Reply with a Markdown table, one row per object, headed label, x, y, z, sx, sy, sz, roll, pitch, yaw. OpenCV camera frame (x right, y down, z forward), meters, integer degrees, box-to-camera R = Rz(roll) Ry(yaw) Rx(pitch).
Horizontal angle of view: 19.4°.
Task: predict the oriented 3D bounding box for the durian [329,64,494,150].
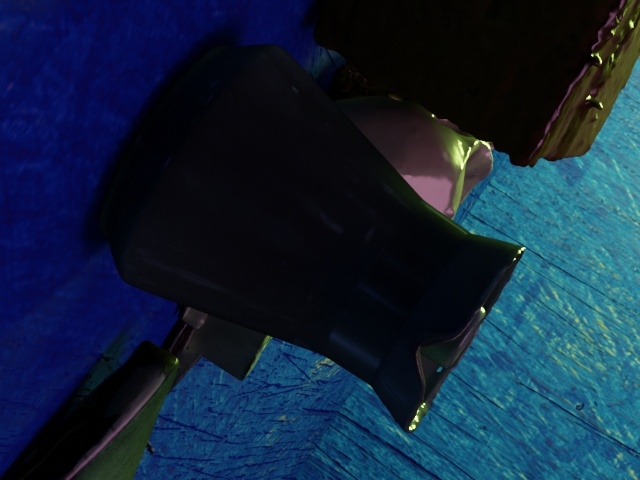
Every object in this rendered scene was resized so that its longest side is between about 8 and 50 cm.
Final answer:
| label | x | y | z | sx | sy | sz | roll | pitch | yaw |
| --- | --- | --- | --- | --- | --- | --- | --- | --- | --- |
| durian | 0.090 | -0.109 | 1.610 | 0.250 | 0.138 | 0.183 | -53 | 165 | -66 |

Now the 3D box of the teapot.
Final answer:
| label | x | y | z | sx | sy | sz | roll | pitch | yaw |
| --- | --- | --- | --- | --- | --- | --- | --- | --- | --- |
| teapot | 0.000 | 0.000 | 1.139 | 0.171 | 0.225 | 0.203 | -57 | 172 | 6 |

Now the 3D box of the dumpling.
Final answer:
| label | x | y | z | sx | sy | sz | roll | pitch | yaw |
| --- | --- | --- | --- | --- | --- | --- | --- | --- | --- |
| dumpling | 0.027 | -0.033 | 1.435 | 0.250 | 0.132 | 0.162 | -11 | 152 | -36 |

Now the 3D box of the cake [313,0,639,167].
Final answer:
| label | x | y | z | sx | sy | sz | roll | pitch | yaw |
| --- | --- | --- | --- | --- | --- | --- | --- | --- | --- |
| cake | 0.151 | -0.176 | 1.365 | 0.199 | 0.196 | 0.293 | -64 | 162 | 10 |

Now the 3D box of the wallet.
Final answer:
| label | x | y | z | sx | sy | sz | roll | pitch | yaw |
| --- | --- | --- | --- | --- | --- | --- | --- | --- | --- |
| wallet | -0.200 | 0.225 | 1.457 | 0.191 | 0.046 | 0.379 | -50 | 170 | -31 |

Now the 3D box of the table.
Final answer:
| label | x | y | z | sx | sy | sz | roll | pitch | yaw |
| --- | --- | --- | --- | --- | --- | --- | --- | --- | --- |
| table | -0.059 | 0.045 | 1.548 | 0.175 | 0.062 | 0.146 | -51 | 170 | -52 |
